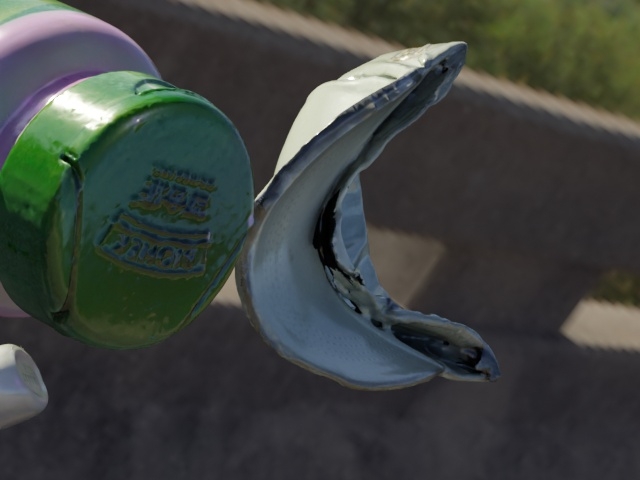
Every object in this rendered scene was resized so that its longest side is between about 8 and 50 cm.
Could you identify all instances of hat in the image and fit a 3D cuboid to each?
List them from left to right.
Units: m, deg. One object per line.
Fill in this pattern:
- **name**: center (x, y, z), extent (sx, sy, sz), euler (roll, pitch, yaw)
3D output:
- **hat**: center (0.008, -0.001, 1.445), extent (0.168, 0.257, 0.301), euler (-2, 9, 30)

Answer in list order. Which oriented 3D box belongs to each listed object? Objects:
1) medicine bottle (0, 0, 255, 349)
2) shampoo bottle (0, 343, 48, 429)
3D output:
- **medicine bottle**: center (-0.155, -0.050, 0.853), extent (0.274, 0.133, 0.133), euler (27, 11, 39)
- **shampoo bottle**: center (-0.291, 0.133, 1.309), extent (0.108, 0.221, 0.051), euler (70, -4, -83)
